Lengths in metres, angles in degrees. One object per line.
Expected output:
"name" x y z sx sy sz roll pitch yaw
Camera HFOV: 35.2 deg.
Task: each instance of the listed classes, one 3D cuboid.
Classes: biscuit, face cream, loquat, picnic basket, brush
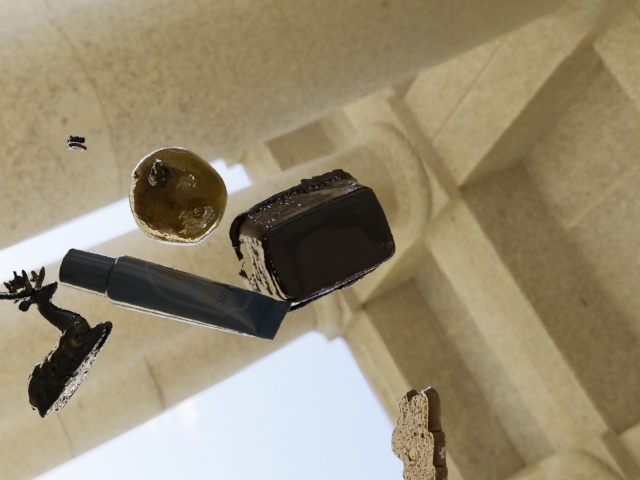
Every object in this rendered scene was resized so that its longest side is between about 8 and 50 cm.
"biscuit" 0.187 0.381 1.807 0.212 0.041 0.239 116 -31 -49
"face cream" -0.247 0.089 1.694 0.385 0.135 0.086 14 -65 7
"loquat" -0.303 -0.098 2.088 0.213 0.213 0.246 54 -4 24
"picnic basket" 0.000 0.000 1.826 0.129 0.296 0.223 -1 -69 66
"brush" -0.545 -0.217 2.253 0.248 0.043 0.036 -161 -107 -75

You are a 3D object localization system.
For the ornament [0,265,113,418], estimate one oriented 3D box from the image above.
"ornament" -0.478 0.150 1.670 0.236 0.202 0.080 38 11 13
